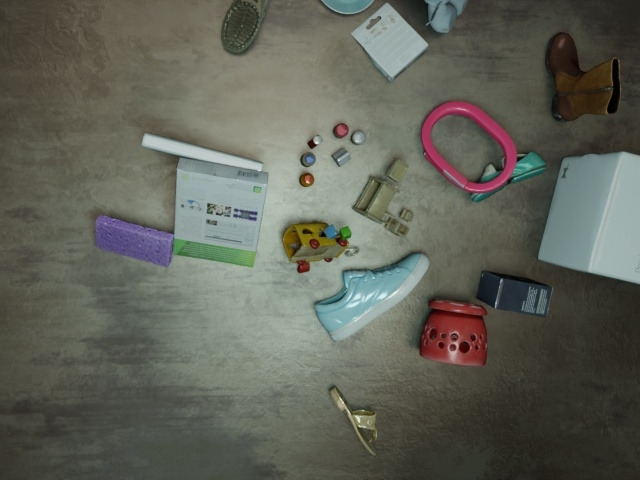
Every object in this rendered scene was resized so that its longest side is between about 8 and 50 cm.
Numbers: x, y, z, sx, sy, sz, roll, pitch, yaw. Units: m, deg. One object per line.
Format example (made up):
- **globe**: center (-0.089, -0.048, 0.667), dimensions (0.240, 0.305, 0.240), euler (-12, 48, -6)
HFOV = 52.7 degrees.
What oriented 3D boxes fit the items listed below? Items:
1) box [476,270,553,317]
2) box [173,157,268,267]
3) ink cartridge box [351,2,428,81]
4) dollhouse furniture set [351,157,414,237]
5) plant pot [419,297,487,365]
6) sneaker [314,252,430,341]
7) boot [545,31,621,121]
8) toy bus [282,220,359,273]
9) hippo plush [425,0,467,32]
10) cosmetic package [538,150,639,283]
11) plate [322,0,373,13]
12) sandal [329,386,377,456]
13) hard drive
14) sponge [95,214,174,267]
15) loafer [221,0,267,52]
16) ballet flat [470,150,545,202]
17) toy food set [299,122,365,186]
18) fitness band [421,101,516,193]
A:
- **box**: center (0.562, 0.154, 1.883), dimensions (0.158, 0.156, 0.093), euler (11, 94, -6)
- **box**: center (-0.273, -0.067, 1.731), dimensions (0.232, 0.059, 0.322), euler (10, 134, -6)
- **ink cartridge box**: center (0.197, -0.569, 1.857), dimensions (0.145, 0.045, 0.179), euler (-41, 79, -1)
- **dollhouse furniture set**: center (0.210, -0.127, 1.875), dimensions (0.161, 0.101, 0.182), euler (30, 90, -32)
- **plant pot**: center (0.390, 0.262, 1.860), dimensions (0.191, 0.191, 0.174), euler (10, 87, -7)
- **sneaker**: center (0.142, 0.129, 1.848), dimensions (0.366, 0.135, 0.150), euler (-38, 100, -3)
- **boot**: center (0.724, -0.467, 1.788), dimensions (0.096, 0.280, 0.264), euler (3, 94, -6)
- **toy bus**: center (-0.007, -0.002, 1.834), dimensions (0.190, 0.202, 0.104), euler (-24, 66, 3)
- **hippo plush**: center (0.274, -0.711, 1.781), dimensions (0.236, 0.234, 0.294), euler (29, 60, 20)
- **cosmetic package**: center (0.893, -0.043, 1.816), dimensions (0.393, 0.329, 0.328), euler (13, 93, -6)
- **plate**: center (0.074, -0.735, 1.829), dimensions (0.188, 0.024, 0.188), euler (-1, 95, -7)
- **sandal**: center (0.125, 0.519, 1.900), dimensions (0.079, 0.088, 0.240), euler (-35, 92, 4)
- **hard drive**: center (-0.307, -0.228, 1.738), dimensions (0.307, 0.203, 0.040), euler (14, 94, -7)
- **sponge**: center (-0.512, 0.003, 1.778), dimensions (0.210, 0.031, 0.117), euler (16, 137, -2)
- **loafer**: center (-0.193, -0.647, 1.778), dimensions (0.101, 0.092, 0.269), euler (25, 107, -6)
- **ballet flat**: center (0.537, -0.195, 1.901), dimensions (0.247, 0.083, 0.087), euler (-24, 72, -4)
- **toy food set**: center (0.024, -0.251, 1.820), dimensions (0.232, 0.104, 0.111), euler (-35, 97, -2)
- **fitness band**: center (0.422, -0.266, 1.852), dimensions (0.209, 0.054, 0.291), euler (-43, 79, -5)
